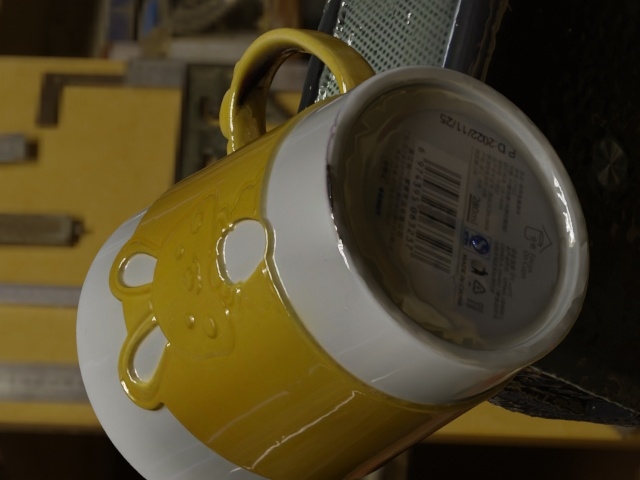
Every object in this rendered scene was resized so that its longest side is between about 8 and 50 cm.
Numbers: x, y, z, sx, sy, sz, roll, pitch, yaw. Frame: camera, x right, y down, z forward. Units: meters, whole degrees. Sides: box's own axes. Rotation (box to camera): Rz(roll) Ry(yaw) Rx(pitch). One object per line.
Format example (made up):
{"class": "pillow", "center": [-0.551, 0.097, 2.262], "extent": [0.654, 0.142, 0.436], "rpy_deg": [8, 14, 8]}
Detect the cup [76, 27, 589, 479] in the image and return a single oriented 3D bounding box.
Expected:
{"class": "cup", "center": [0.000, 0.000, 0.763], "extent": [0.226, 0.185, 0.241], "rpy_deg": [-32, 63, 52]}

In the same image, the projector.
{"class": "projector", "center": [0.180, -0.060, 1.451], "extent": [0.242, 0.395, 0.405], "rpy_deg": [-2, 69, 49]}
